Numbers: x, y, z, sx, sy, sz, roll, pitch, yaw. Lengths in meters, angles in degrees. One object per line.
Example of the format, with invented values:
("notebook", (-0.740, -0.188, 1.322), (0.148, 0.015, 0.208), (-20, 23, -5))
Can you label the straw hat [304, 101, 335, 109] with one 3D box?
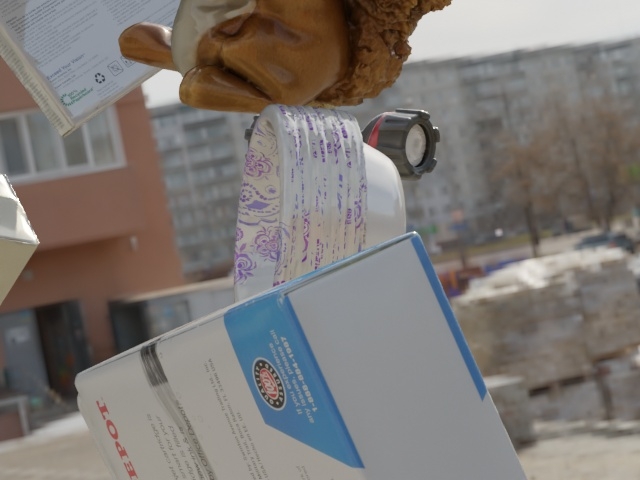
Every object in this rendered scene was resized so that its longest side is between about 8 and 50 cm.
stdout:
("straw hat", (-0.006, -0.224, 2.251), (0.144, 0.061, 0.144), (-32, 21, 14))

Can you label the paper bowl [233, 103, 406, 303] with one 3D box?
("paper bowl", (0.000, 0.000, 1.545), (0.148, 0.284, 0.284), (5, -4, -12))

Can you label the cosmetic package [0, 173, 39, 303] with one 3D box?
("cosmetic package", (-0.537, 0.060, 2.045), (0.113, 0.160, 0.309), (11, -57, -42))

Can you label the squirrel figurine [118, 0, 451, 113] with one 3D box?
("squirrel figurine", (-0.028, -0.359, 1.783), (0.397, 0.370, 0.281), (4, 18, -20))

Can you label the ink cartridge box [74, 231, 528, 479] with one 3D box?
("ink cartridge box", (-0.020, 0.148, 1.021), (0.129, 0.223, 0.307), (-25, 1, -37))

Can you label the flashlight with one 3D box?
("flashlight", (0.024, -0.145, 2.105), (0.304, 0.103, 0.103), (8, -29, 37))

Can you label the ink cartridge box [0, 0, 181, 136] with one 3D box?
("ink cartridge box", (-0.364, -0.376, 2.192), (0.324, 0.330, 0.071), (-40, 9, -32))
